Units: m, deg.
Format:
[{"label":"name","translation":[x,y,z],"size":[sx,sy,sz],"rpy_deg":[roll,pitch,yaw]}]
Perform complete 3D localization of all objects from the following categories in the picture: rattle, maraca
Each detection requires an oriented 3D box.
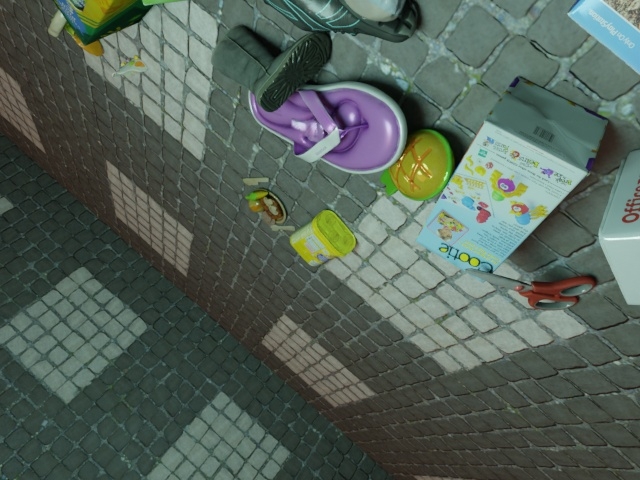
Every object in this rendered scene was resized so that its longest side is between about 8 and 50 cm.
[{"label":"rattle","translation":[-0.617,-0.594,1.097],"size":[0.199,0.130,0.143],"rpy_deg":[-30,118,29]},{"label":"maraca","translation":[0.170,-0.137,0.766],"size":[0.185,0.099,0.127],"rpy_deg":[10,98,60]}]

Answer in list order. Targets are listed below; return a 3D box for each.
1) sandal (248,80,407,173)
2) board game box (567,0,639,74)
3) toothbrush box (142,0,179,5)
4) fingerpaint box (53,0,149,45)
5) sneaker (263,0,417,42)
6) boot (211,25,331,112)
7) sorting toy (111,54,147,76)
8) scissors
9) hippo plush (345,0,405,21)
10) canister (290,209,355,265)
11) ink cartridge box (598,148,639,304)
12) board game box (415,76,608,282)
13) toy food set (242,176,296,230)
[{"label":"sandal","translation":[-0.021,-0.219,0.804],"size":[0.416,0.102,0.169],"rpy_deg":[27,135,40]},{"label":"board game box","translation":[0.416,-0.255,0.329],"size":[0.232,0.141,0.291],"rpy_deg":[41,147,3]},{"label":"toothbrush box","translation":[-0.194,-0.515,0.588],"size":[0.283,0.206,0.122],"rpy_deg":[92,157,-49]},{"label":"fingerpaint box","translation":[-0.494,-0.641,0.761],"size":[0.371,0.163,0.445],"rpy_deg":[15,140,53]},{"label":"sneaker","translation":[0.021,-0.373,0.641],"size":[0.267,0.101,0.106],"rpy_deg":[25,163,-3]},{"label":"boot","translation":[-0.102,-0.360,0.802],"size":[0.208,0.189,0.076],"rpy_deg":[53,-176,37]},{"label":"sorting toy","translation":[-0.532,-0.469,1.141],"size":[0.083,0.075,0.045],"rpy_deg":[7,134,42]},{"label":"scissors","translation":[0.357,0.091,0.741],"size":[0.297,0.021,0.109],"rpy_deg":[4,143,-18]},{"label":"hippo plush","translation":[0.069,-0.423,0.435],"size":[0.294,0.236,0.234],"rpy_deg":[47,173,-35]},{"label":"canister","translation":[0.000,0.000,1.127],"size":[0.126,0.073,0.170],"rpy_deg":[48,148,-9]},{"label":"ink cartridge box","translation":[0.491,-0.034,0.449],"size":[0.278,0.201,0.117],"rpy_deg":[-8,123,50]},{"label":"board game box","translation":[0.285,-0.083,0.665],"size":[0.144,0.142,0.275],"rpy_deg":[33,146,12]},{"label":"toy food set","translation":[-0.157,-0.094,1.213],"size":[0.132,0.038,0.192],"rpy_deg":[3,131,45]}]
